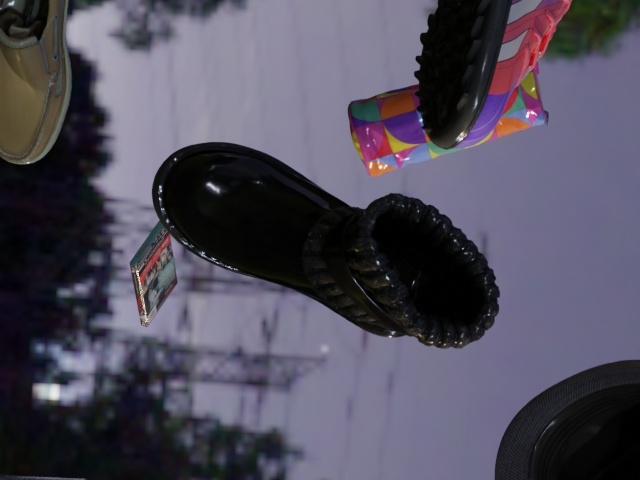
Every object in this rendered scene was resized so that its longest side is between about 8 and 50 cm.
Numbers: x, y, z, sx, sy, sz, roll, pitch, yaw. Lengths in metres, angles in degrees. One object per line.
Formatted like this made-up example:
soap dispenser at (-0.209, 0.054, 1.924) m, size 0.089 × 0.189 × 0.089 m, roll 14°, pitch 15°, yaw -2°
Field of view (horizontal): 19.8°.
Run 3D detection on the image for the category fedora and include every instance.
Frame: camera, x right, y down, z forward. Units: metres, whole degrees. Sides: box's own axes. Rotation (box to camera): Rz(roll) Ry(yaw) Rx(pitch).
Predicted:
fedora at (0.343, 0.264, 2.038) m, size 0.275 × 0.124 × 0.243 m, roll -25°, pitch -127°, yaw 26°

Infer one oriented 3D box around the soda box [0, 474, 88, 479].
soda box at (-0.146, 0.231, 1.249) m, size 0.286 × 0.098 × 0.091 m, roll 10°, pitch -88°, yaw 56°

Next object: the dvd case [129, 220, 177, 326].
dvd case at (-0.215, 0.042, 2.369) m, size 0.119 × 0.013 × 0.087 m, roll 84°, pitch 29°, yaw -46°

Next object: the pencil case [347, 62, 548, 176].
pencil case at (0.151, -0.150, 2.153) m, size 0.104 × 0.236 × 0.104 m, roll -16°, pitch 90°, yaw -86°

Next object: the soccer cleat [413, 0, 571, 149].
soccer cleat at (0.157, -0.193, 1.433) m, size 0.108 × 0.116 × 0.318 m, roll -38°, pitch -149°, yaw 50°

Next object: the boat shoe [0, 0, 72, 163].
boat shoe at (-0.216, -0.144, 1.316) m, size 0.072 × 0.068 × 0.190 m, roll -75°, pitch 171°, yaw -75°

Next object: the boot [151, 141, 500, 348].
boot at (0.003, -0.003, 1.861) m, size 0.131 × 0.348 × 0.260 m, roll -66°, pitch -171°, yaw -5°
